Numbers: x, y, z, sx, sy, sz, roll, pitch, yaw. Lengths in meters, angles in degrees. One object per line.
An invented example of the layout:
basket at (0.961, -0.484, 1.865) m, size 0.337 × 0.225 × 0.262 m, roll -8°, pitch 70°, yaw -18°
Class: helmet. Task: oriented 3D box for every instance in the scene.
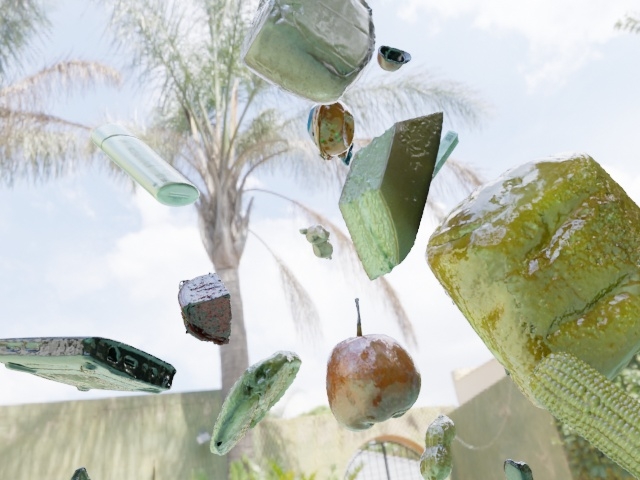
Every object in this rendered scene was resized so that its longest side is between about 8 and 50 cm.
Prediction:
helmet at (0.172, -0.431, 1.425) m, size 0.084 × 0.065 × 0.049 m, roll 17°, pitch -41°, yaw -1°

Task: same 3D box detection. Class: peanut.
peanut at (0.306, 0.536, 1.522) m, size 0.089 × 0.193 × 0.089 m, roll 13°, pitch -41°, yaw 12°

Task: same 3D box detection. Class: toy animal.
toy animal at (-0.001, 0.005, 1.901) m, size 0.083 × 0.089 × 0.150 m, roll -23°, pitch -55°, yaw 12°

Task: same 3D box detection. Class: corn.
corn at (0.351, 0.218, 0.688) m, size 0.080 × 0.231 × 0.080 m, roll -31°, pitch -38°, yaw -29°

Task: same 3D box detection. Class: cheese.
cheese at (0.050, -0.347, 1.931) m, size 0.129 × 0.217 × 0.329 m, roll 10°, pitch -10°, yaw 22°

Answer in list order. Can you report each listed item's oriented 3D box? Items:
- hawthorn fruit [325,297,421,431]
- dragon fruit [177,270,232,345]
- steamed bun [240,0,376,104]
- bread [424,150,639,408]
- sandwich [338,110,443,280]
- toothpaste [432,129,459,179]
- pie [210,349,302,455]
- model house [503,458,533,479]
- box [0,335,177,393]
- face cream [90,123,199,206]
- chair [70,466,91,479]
hawthorn fruit at (0.107, 0.330, 1.402) m, size 0.231 × 0.263 × 0.235 m, roll -54°, pitch -3°, yaw 17°
dragon fruit at (-0.284, 0.174, 1.429) m, size 0.120 × 0.127 × 0.161 m, roll -12°, pitch -63°, yaw -23°
steamed bun at (-0.035, -0.397, 1.179) m, size 0.251 × 0.301 × 0.199 m, roll 30°, pitch -40°, yaw -21°
bread at (0.361, 0.037, 0.870) m, size 0.328 × 0.337 × 0.148 m, roll -32°, pitch -6°, yaw -12°
sandwich at (0.096, -0.080, 0.795) m, size 0.096 × 0.258 × 0.094 m, roll 29°, pitch -29°, yaw -20°
toothpaste at (0.332, -0.232, 1.651) m, size 0.164 × 0.034 × 0.046 m, roll -54°, pitch -29°, yaw -10°
pie at (-0.180, 0.428, 1.587) m, size 0.339 × 0.077 × 0.339 m, roll -48°, pitch -19°, yaw -22°
model house at (0.247, 0.444, 0.756) m, size 0.205 × 0.278 × 0.218 m, roll -27°, pitch -15°, yaw 39°
box at (-0.490, 0.263, 1.242) m, size 0.289 × 0.073 × 0.290 m, roll -4°, pitch -26°, yaw 20°
face cream at (-0.510, -0.222, 1.686) m, size 0.081 × 0.348 × 0.173 m, roll -58°, pitch -23°, yaw 15°
chair at (-0.464, 0.585, 1.092) m, size 0.147 × 0.136 × 0.270 m, roll -21°, pitch -73°, yaw 1°
